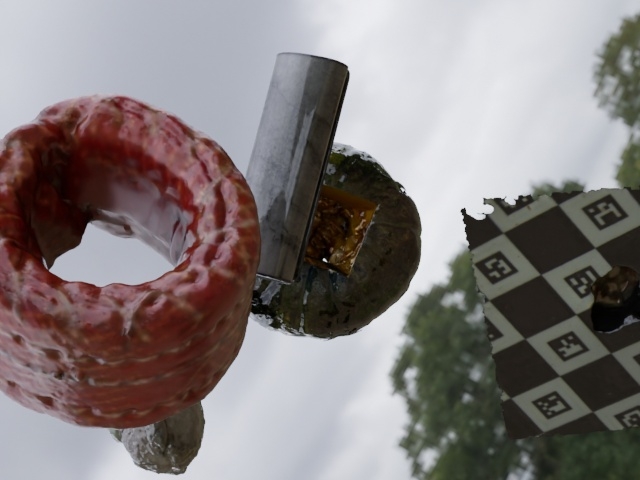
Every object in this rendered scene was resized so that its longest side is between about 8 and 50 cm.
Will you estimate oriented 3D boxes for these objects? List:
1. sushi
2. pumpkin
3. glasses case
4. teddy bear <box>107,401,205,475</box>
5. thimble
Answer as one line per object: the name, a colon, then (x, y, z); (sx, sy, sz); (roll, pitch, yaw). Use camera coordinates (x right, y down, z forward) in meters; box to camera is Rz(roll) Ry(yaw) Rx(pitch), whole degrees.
sushi: (0.271, 0.042, 1.057); (0.050, 0.290, 0.264); (-78, -24, -50)
pumpkin: (0.000, 0.000, 2.027); (0.320, 0.320, 0.192); (-60, -3, -12)
glasses case: (-0.049, -0.098, 1.756); (0.060, 0.114, 0.299); (25, -101, -61)
teddy bear: (-0.249, 0.226, 2.039); (0.236, 0.151, 0.267); (72, -164, -61)
thimble: (-0.242, 0.027, 1.507); (0.350, 0.350, 0.230); (-53, -18, -32)
